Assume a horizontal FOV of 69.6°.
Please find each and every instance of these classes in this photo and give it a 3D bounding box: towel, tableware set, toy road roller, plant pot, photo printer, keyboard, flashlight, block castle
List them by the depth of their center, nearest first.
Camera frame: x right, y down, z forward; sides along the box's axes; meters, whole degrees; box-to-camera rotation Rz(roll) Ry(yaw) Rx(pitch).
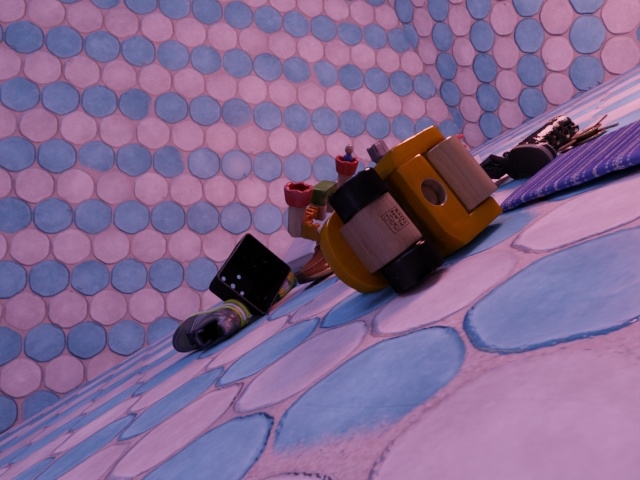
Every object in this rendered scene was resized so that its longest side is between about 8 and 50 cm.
[{"bbox_3d":[0.502,-0.146,0.802,0.243,0.040,0.336,-33,2,-25],"label":"towel"},{"bbox_3d":[0.142,-0.036,0.854,0.329,0.203,0.240,-34,-6,-30],"label":"toy road roller"},{"bbox_3d":[0.661,-0.272,1.207,0.128,0.039,0.194,-30,3,-4],"label":"tableware set"},{"bbox_3d":[0.490,-0.204,1.263,0.180,0.023,0.108,-3,-33,-47],"label":"keyboard"},{"bbox_3d":[-0.240,0.122,1.439,0.167,0.188,0.188,-28,27,47],"label":"plant pot"},{"bbox_3d":[0.110,-0.153,1.448,0.302,0.213,0.453,15,27,21],"label":"block castle"},{"bbox_3d":[0.000,0.000,1.708,0.307,0.107,0.256,-26,31,56],"label":"photo printer"},{"bbox_3d":[0.280,-0.237,1.767,0.103,0.304,0.103,-33,5,-31],"label":"flashlight"}]

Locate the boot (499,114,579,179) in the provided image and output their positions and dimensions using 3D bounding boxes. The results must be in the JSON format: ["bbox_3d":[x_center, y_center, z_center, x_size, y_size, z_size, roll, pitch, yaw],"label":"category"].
[{"bbox_3d":[0.542,-0.236,1.102,0.178,0.085,0.236,-40,-1,3],"label":"boot"}]

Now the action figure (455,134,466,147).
[{"bbox_3d":[0.584,-0.317,1.891,0.138,0.091,0.281,2,53,36],"label":"action figure"}]

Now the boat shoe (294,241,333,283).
[{"bbox_3d":[0.034,0.028,1.480,0.324,0.120,0.122,-32,4,-38],"label":"boat shoe"}]

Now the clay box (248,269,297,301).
[{"bbox_3d":[-0.163,0.174,1.599,0.127,0.053,0.222,-30,3,17],"label":"clay box"}]

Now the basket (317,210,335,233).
[{"bbox_3d":[0.089,-0.003,1.107,0.113,0.167,0.103,-27,10,45],"label":"basket"}]

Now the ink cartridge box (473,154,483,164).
[{"bbox_3d":[0.539,-0.263,2.029,0.332,0.065,0.165,-31,4,-8],"label":"ink cartridge box"}]

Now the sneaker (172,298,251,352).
[{"bbox_3d":[-0.350,0.269,1.369,0.299,0.111,0.121,-31,6,28],"label":"sneaker"}]
